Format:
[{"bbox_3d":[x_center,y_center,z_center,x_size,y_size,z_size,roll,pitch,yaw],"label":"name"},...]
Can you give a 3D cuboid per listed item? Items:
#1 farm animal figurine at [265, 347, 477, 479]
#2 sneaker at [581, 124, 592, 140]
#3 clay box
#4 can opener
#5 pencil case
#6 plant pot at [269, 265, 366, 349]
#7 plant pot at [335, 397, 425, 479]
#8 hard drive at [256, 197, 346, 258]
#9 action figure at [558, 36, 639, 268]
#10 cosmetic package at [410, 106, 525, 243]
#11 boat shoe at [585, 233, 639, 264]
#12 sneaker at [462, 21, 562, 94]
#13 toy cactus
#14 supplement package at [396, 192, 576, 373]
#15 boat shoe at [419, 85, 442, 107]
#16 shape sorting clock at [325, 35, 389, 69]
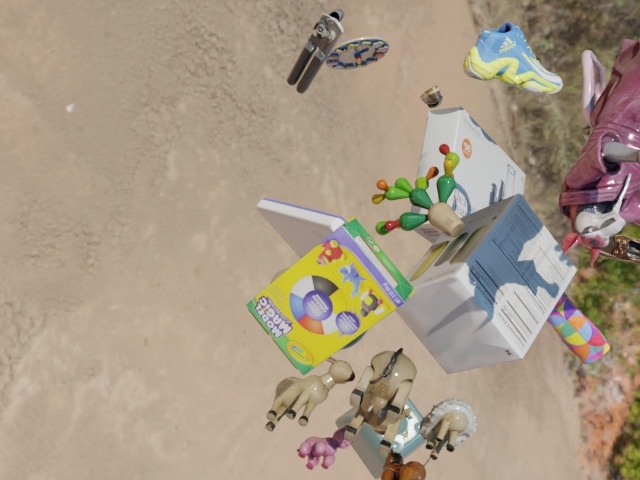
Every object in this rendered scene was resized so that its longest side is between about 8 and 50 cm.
[{"bbox_3d":[0.089,0.310,1.396,0.172,0.330,0.326,-53,174,-47],"label":"farm animal figurine"},{"bbox_3d":[0.661,-0.183,1.501,0.410,0.158,0.182,-16,79,-47],"label":"sneaker"},{"bbox_3d":[0.000,0.085,0.997,0.127,0.222,0.053,51,27,2],"label":"clay box"},{"bbox_3d":[-0.005,-0.540,2.138,0.076,0.283,0.095,40,53,1],"label":"can opener"},{"bbox_3d":[0.651,0.220,1.965,0.236,0.104,0.104,49,41,-10],"label":"pencil case"},{"bbox_3d":[-0.017,0.166,2.235,0.257,0.274,0.256,-12,107,-44],"label":"plant pot"},{"bbox_3d":[0.230,0.620,2.504,0.248,0.247,0.252,-33,168,-16],"label":"plant pot"},{"bbox_3d":[0.000,0.000,1.744,0.040,0.319,0.210,-50,122,-16],"label":"hard drive"},{"bbox_3d":[0.417,-0.137,1.069,0.370,0.276,0.248,-57,135,-12],"label":"action figure"},{"bbox_3d":[0.357,-0.100,1.769,0.377,0.098,0.284,30,64,-48],"label":"cosmetic package"},{"bbox_3d":[0.824,0.019,2.039,0.073,0.207,0.073,103,-2,-88],"label":"boat shoe"},{"bbox_3d":[0.420,-0.383,1.570,0.240,0.091,0.126,5,112,-24],"label":"sneaker"},{"bbox_3d":[0.204,-0.078,1.437,0.219,0.180,0.112,-39,143,-6],"label":"toy cactus"},{"bbox_3d":[0.309,0.083,1.428,0.198,0.199,0.262,51,53,-9],"label":"supplement package"},{"bbox_3d":[0.309,-0.390,2.075,0.152,0.056,0.049,-24,90,-81],"label":"boat shoe"},{"bbox_3d":[0.114,-0.578,2.332,0.206,0.206,0.040,1,70,-61],"label":"shape sorting clock"}]
